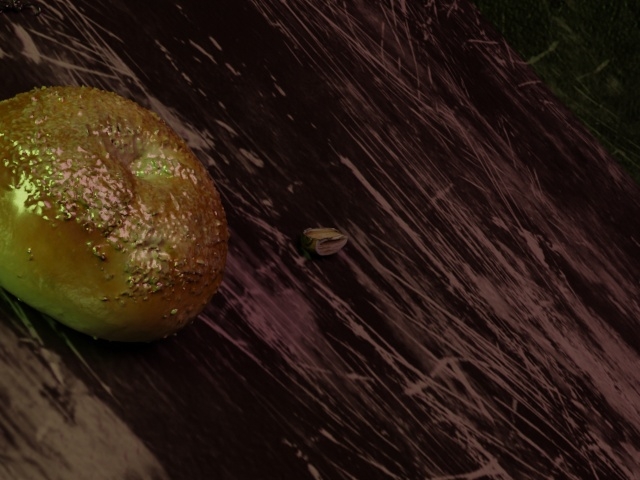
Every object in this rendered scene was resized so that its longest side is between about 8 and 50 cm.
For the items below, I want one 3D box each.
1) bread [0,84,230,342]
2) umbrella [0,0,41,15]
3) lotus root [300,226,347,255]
[{"bbox_3d":[-0.222,-0.040,1.128,0.306,0.159,0.305,31,34,-24],"label":"bread"},{"bbox_3d":[-0.392,-0.290,1.342,0.122,0.013,0.022,-15,88,-57],"label":"umbrella"},{"bbox_3d":[0.000,0.002,1.477,0.037,0.030,0.083,27,17,30],"label":"lotus root"}]
